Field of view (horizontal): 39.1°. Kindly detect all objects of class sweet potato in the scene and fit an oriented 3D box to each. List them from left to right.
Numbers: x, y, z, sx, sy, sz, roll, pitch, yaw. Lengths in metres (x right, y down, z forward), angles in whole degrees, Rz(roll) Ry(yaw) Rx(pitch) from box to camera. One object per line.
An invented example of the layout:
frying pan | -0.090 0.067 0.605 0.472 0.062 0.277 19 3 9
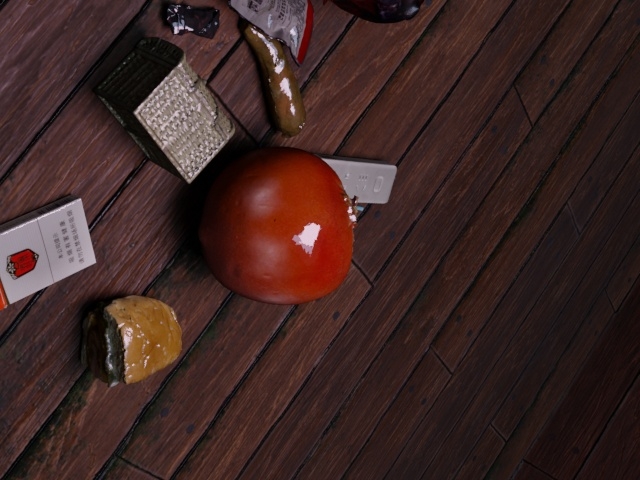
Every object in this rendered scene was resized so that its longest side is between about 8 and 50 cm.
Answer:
sweet potato | -0.086 -0.320 1.763 0.075 0.075 0.273 -41 133 -25

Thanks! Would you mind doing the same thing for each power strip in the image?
power strip | 0.063 -0.138 2.030 0.338 0.058 0.098 -1 110 -48

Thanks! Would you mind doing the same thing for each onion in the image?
onion | 0.110 -0.538 1.752 0.281 0.221 0.281 -20 147 -14

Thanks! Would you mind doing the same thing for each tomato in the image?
tomato | -0.087 -0.025 1.758 0.322 0.322 0.321 -24 127 -38

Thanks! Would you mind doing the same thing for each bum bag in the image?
bum bag | -0.224 -0.389 1.600 0.124 0.034 0.057 -4 104 -47

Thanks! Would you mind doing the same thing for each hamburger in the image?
hamburger | -0.334 0.178 1.709 0.208 0.135 0.155 -8 118 -47

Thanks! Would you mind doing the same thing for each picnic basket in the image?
picnic basket | -0.261 -0.232 1.569 0.154 0.134 0.196 -48 138 -13

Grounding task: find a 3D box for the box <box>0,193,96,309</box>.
box | -0.503 0.028 1.521 0.245 0.035 0.139 -29 130 -36

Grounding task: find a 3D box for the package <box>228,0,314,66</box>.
package | -0.083 -0.444 1.689 0.239 0.030 0.154 33 63 -49

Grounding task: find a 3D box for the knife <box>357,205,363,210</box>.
knife | 0.072 -0.082 2.111 0.091 0.005 0.014 10 104 -49
